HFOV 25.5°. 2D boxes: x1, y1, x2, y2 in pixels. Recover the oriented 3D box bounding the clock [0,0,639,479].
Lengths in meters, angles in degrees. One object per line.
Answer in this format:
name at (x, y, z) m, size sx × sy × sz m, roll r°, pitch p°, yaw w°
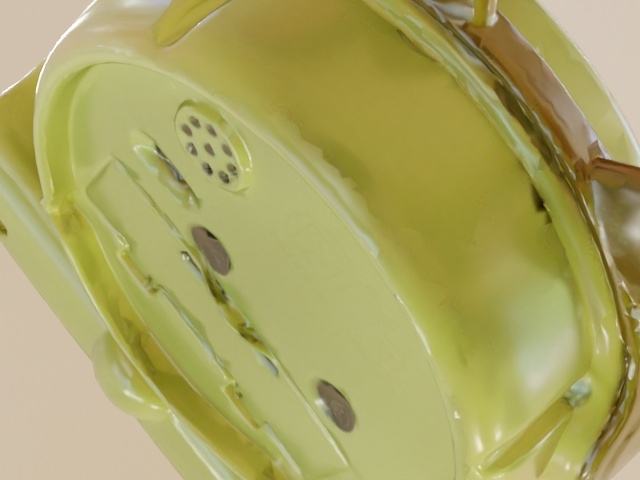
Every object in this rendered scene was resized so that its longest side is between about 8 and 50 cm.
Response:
clock at (0.000, 0.000, 0.562) m, size 0.117 × 0.348 × 0.286 m, roll -38°, pitch -88°, yaw -29°
